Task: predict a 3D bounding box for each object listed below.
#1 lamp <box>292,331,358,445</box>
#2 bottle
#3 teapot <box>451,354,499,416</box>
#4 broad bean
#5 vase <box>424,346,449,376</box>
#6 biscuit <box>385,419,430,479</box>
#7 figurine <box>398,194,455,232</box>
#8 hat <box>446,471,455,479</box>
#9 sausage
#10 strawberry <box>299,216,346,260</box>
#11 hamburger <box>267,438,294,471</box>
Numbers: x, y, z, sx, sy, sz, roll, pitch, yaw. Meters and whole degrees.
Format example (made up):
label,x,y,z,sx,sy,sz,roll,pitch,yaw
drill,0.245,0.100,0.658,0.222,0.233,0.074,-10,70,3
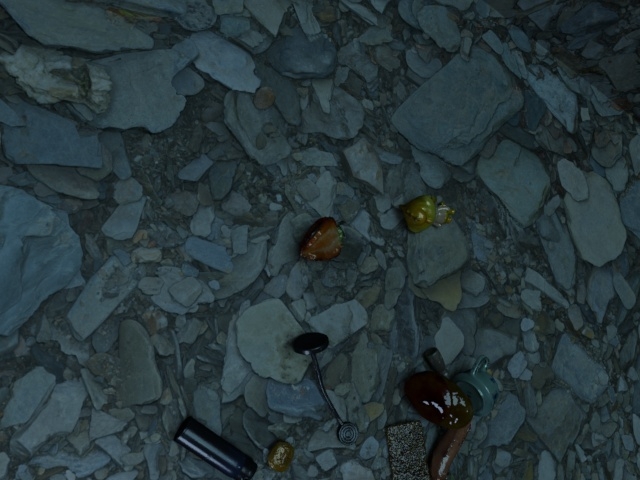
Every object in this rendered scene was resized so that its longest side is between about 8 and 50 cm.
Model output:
label,x,y,z,sx,sy,sz,roll,pitch,yaw
lamp,0.026,0.462,1.371,0.130,0.108,0.371,-17,86,-27
bottle,-0.283,0.579,1.234,0.244,0.082,0.072,40,111,-10
teapot,0.557,0.513,1.576,0.159,0.159,0.232,-14,110,-26
broad bean,0.384,0.522,1.472,0.228,0.122,0.156,34,94,26
vase,0.411,0.431,1.579,0.053,0.053,0.101,-34,98,-26
biscuit,0.288,0.713,1.465,0.131,0.025,0.231,-7,81,-11
figurine,0.396,-0.100,1.657,0.246,0.131,0.156,4,117,-38
hat,0.416,0.859,1.455,0.081,0.122,0.166,17,33,22
sausage,0.439,0.665,1.502,0.078,0.078,0.304,30,83,-15
strawberry,0.003,-0.001,1.474,0.140,0.085,0.192,40,68,-31
hamburger,-0.115,0.628,1.311,0.076,0.044,0.083,30,71,-14
